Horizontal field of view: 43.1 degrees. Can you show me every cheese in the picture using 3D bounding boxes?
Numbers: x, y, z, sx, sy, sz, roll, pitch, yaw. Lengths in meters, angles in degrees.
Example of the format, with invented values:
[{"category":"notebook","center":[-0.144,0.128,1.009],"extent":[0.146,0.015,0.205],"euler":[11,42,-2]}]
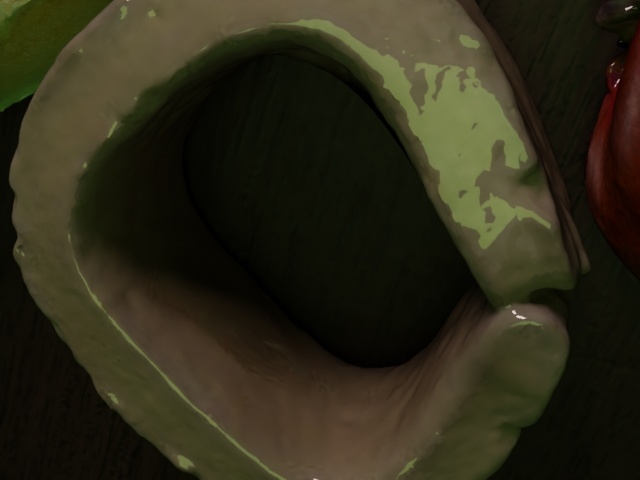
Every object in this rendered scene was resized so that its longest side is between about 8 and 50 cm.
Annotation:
[{"category":"cheese","center":[0.001,0.000,0.474],"extent":[0.292,0.153,0.332],"euler":[-34,101,23]}]

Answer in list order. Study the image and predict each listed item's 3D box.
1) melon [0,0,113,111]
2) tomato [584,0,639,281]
[{"category":"melon","center":[-0.180,-0.192,0.465],"extent":[0.196,0.124,0.323],"euler":[44,120,-3]},{"category":"tomato","center":[0.281,-0.076,0.368],"extent":[0.289,0.176,0.335],"euler":[9,111,7]}]
